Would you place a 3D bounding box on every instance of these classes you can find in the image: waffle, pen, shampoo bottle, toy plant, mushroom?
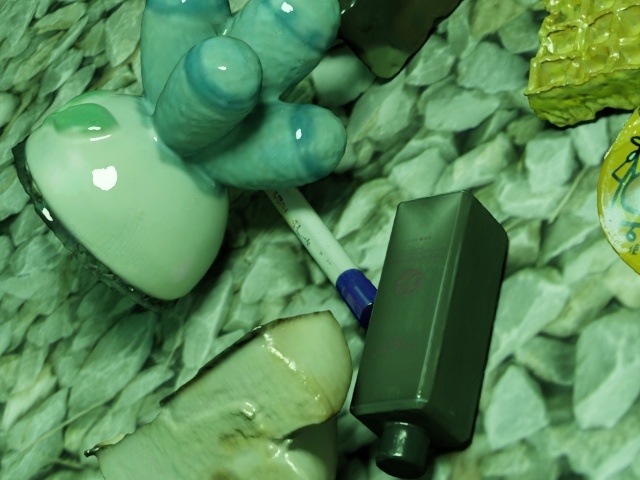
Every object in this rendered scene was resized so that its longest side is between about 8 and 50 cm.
[{"bbox_3d":[0.300,-0.219,1.372,0.229,0.057,0.219,-12,50,33],"label":"waffle"},{"bbox_3d":[0.000,0.000,1.471,0.033,0.033,0.269,-42,39,5],"label":"pen"},{"bbox_3d":[0.089,0.079,1.286,0.080,0.079,0.246,-11,51,36],"label":"shampoo bottle"},{"bbox_3d":[-0.105,-0.122,1.485,0.332,0.247,0.247,-43,39,16],"label":"toy plant"},{"bbox_3d":[-0.036,0.173,1.293,0.236,0.173,0.162,-37,-7,33],"label":"mushroom"}]

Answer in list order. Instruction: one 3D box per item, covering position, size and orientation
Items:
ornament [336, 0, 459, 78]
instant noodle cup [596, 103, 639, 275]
[{"bbox_3d":[0.058,-0.306,1.641,0.251,0.106,0.260,-47,34,-5],"label":"ornament"},{"bbox_3d":[0.326,-0.014,1.081,0.215,0.172,0.216,-23,44,25],"label":"instant noodle cup"}]
